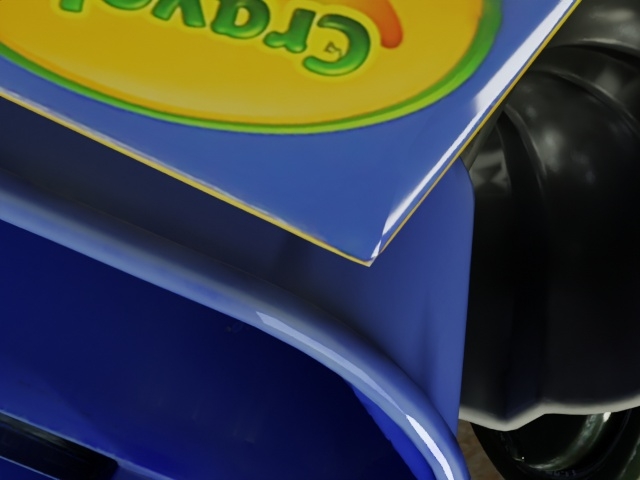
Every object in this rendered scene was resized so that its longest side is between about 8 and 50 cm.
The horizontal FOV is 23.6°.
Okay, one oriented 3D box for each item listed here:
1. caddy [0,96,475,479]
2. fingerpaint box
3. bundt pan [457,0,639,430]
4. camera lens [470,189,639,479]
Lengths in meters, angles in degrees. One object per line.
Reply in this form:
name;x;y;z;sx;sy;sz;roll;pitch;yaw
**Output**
caddy;-0.106;0.032;0.531;0.341;0.179;0.241;23;140;-10
fingerpaint box;-0.084;-0.247;0.246;0.444;0.163;0.371;26;124;-19
bundt pan;0.037;-0.070;0.601;0.330;0.124;0.331;9;139;8
camera lens;0.220;0.033;0.817;0.274;0.219;0.219;-3;138;-25
